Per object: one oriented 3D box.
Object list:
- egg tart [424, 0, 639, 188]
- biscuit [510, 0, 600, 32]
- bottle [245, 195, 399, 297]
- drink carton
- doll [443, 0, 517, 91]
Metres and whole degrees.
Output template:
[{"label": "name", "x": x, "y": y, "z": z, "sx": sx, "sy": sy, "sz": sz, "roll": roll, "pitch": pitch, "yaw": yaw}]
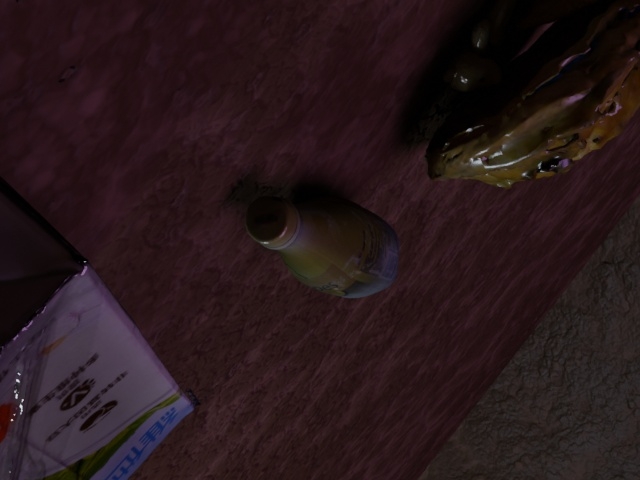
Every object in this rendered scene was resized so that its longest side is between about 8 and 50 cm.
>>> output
[{"label": "egg tart", "x": 0.225, "y": -0.131, "z": 1.191, "sx": 0.291, "sy": 0.107, "sz": 0.291, "roll": -41, "pitch": -172, "yaw": 7}, {"label": "biscuit", "x": 0.262, "y": -0.240, "z": 1.119, "sx": 0.247, "sy": 0.029, "sz": 0.118, "roll": -20, "pitch": -161, "yaw": 49}, {"label": "bottle", "x": 0.000, "y": 0.000, "z": 1.097, "sx": 0.083, "sy": 0.083, "sz": 0.270, "roll": -51, "pitch": 160, "yaw": 7}, {"label": "drink carton", "x": -0.197, "y": 0.087, "z": 0.707, "sx": 0.194, "sy": 0.132, "sz": 0.324, "roll": -46, "pitch": 164, "yaw": -11}, {"label": "doll", "x": 0.141, "y": -0.177, "z": 1.155, "sx": 0.061, "sy": 0.051, "sz": 0.093, "roll": 6, "pitch": 95, "yaw": -69}]
